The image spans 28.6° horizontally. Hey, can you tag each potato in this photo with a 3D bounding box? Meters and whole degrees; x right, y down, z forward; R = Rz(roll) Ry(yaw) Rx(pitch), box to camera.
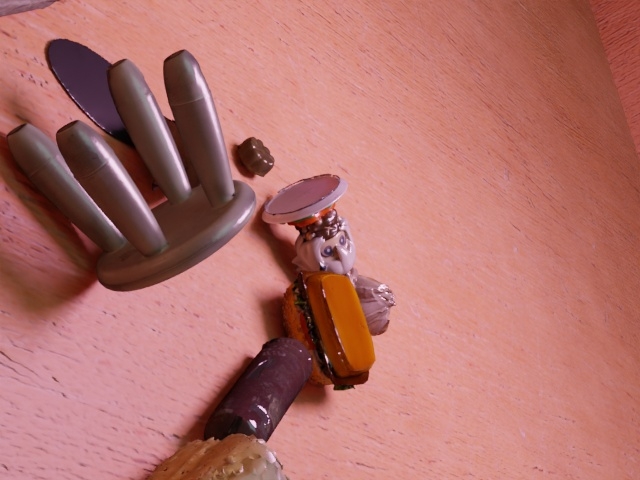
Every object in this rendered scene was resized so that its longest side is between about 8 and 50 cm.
[{"bbox_3d":[-0.177,-0.094,1.518,0.100,0.089,0.172,32,1,-6],"label":"potato"}]

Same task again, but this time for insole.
[{"bbox_3d":[-0.225,-0.149,1.583,0.322,0.007,0.109,38,40,-42],"label":"insole"}]

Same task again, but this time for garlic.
[{"bbox_3d":[0.065,0.097,1.817,0.074,0.094,0.113,-48,127,-16],"label":"garlic"}]

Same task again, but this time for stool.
[{"bbox_3d":[-0.198,-0.075,1.346,0.195,0.195,0.199,-40,111,-25],"label":"stool"}]

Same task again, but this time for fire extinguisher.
[{"bbox_3d":[-0.076,0.190,1.463,0.072,0.089,0.268,31,26,4],"label":"fire extinguisher"}]

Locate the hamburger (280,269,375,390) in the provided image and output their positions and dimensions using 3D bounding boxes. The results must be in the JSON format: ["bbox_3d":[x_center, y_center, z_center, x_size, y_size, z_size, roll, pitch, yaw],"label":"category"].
[{"bbox_3d":[0.008,0.123,1.681,0.137,0.087,0.166,7,63,-60],"label":"hamburger"}]

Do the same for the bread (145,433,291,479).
[{"bbox_3d":[-0.144,0.367,1.232,0.315,0.279,0.248,-30,94,-20],"label":"bread"}]

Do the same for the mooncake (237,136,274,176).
[{"bbox_3d":[-0.143,-0.257,1.783,0.150,0.057,0.347,-60,127,-73],"label":"mooncake"}]

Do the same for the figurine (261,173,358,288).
[{"bbox_3d":[0.000,0.000,1.759,0.154,0.132,0.132,67,25,-21],"label":"figurine"}]

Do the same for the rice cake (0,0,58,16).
[{"bbox_3d":[-0.371,-0.271,1.377,0.057,0.052,0.256,59,27,-3],"label":"rice cake"}]
